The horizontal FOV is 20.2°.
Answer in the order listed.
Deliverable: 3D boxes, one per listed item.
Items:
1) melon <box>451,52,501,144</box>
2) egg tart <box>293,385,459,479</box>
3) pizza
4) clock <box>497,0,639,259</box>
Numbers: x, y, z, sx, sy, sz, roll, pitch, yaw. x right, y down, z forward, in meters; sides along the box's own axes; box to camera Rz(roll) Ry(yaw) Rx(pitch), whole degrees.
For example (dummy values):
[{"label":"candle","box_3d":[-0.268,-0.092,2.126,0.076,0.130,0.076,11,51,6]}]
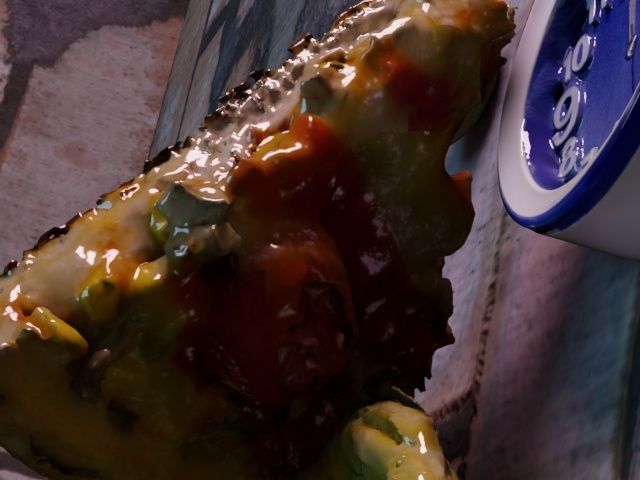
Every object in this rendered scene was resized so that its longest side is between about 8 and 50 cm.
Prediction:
[{"label":"melon","box_3d":[0.088,-0.131,1.385,0.098,0.098,0.131,-141,72,-75]},{"label":"egg tart","box_3d":[0.029,0.259,1.045,0.345,0.132,0.345,-162,90,-76]},{"label":"pizza","box_3d":[0.000,0.000,1.106,0.130,0.440,0.406,38,102,35]},{"label":"clock","box_3d":[0.183,-0.106,1.022,0.230,0.083,0.230,-162,90,-79]}]
